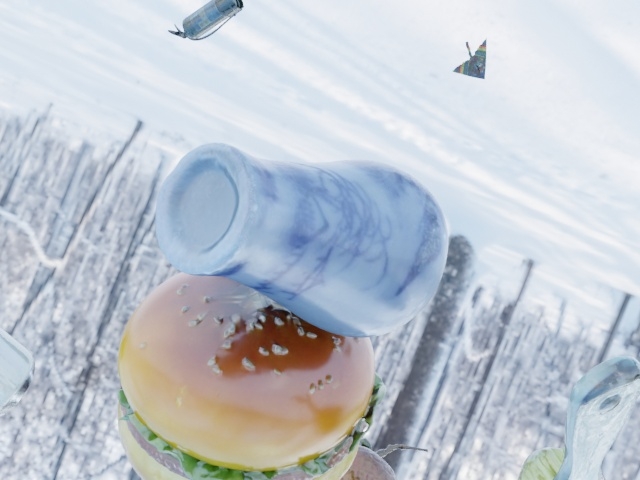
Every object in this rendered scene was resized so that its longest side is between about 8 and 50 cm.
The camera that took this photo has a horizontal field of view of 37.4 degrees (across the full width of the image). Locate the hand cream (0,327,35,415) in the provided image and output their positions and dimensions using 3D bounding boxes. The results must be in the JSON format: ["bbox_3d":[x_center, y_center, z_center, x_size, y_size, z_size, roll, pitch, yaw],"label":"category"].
[{"bbox_3d":[-0.551,0.104,1.270,0.359,0.185,0.118,45,-163,-26],"label":"hand cream"}]

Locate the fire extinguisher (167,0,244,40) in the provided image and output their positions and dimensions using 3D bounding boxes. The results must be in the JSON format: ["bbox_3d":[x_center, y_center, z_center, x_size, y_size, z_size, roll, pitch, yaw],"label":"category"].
[{"bbox_3d":[-0.117,-0.229,0.984,0.083,0.025,0.038,-26,139,26],"label":"fire extinguisher"}]

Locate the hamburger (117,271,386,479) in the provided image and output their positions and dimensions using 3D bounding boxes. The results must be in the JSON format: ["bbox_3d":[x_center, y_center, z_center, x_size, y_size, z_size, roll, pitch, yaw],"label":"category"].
[{"bbox_3d":[-0.062,0.109,0.825,0.246,0.169,0.246,6,-142,-4],"label":"hamburger"}]

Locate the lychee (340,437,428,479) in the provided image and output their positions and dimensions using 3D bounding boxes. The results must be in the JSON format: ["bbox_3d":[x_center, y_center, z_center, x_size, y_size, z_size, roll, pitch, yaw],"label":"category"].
[{"bbox_3d":[0.056,0.314,1.232,0.114,0.101,0.140,35,-151,-2],"label":"lychee"}]

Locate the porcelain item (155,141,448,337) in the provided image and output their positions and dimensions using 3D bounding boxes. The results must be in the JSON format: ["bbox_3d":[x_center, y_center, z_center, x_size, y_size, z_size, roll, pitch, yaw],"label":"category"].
[{"bbox_3d":[0.000,0.000,0.702,0.141,0.141,0.259,21,-174,39],"label":"porcelain item"}]

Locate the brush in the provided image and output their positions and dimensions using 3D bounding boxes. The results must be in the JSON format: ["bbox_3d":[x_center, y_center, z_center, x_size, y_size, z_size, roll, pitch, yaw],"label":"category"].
[{"bbox_3d":[0.171,0.161,0.674,0.068,0.296,0.060,-18,-132,-15],"label":"brush"}]

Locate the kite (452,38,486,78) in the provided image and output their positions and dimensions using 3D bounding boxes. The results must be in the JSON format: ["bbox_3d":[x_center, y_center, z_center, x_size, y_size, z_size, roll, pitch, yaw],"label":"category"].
[{"bbox_3d":[0.318,-0.370,1.958,0.004,0.122,0.090,2,128,58],"label":"kite"}]
